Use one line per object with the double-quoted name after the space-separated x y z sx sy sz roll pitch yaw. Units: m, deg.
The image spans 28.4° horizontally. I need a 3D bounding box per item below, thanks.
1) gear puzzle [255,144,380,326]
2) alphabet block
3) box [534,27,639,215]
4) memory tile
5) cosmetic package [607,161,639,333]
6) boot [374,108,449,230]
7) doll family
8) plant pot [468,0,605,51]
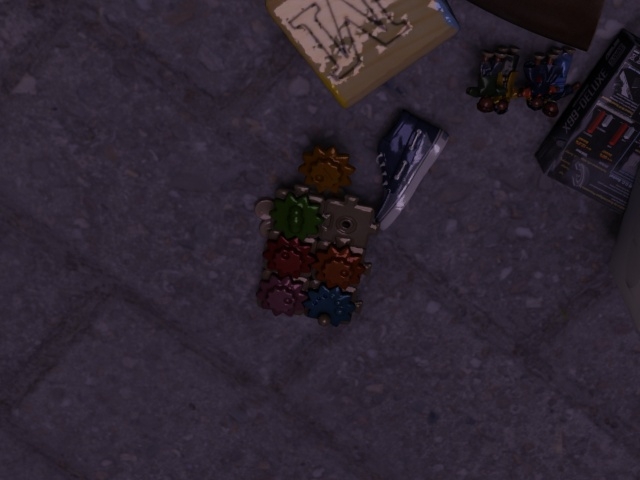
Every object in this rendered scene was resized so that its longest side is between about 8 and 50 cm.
0.000 0.000 1.980 0.176 0.044 0.339 12 125 1 "gear puzzle"
0.053 -0.335 1.761 0.197 0.192 0.193 -34 113 12 "alphabet block"
0.529 -0.148 1.958 0.307 0.076 0.242 25 114 -16 "box"
-0.025 -0.030 2.018 0.148 0.012 0.113 -10 118 2 "memory tile"
0.542 0.003 1.869 0.138 0.224 0.224 6 119 -6 "cosmetic package"
0.116 -0.110 1.964 0.086 0.069 0.190 31 111 -3 "boot"
0.307 -0.234 1.899 0.193 0.076 0.111 1 113 -8 "doll family"
0.282 -0.392 1.754 0.230 0.215 0.215 13 117 5 "plant pot"
